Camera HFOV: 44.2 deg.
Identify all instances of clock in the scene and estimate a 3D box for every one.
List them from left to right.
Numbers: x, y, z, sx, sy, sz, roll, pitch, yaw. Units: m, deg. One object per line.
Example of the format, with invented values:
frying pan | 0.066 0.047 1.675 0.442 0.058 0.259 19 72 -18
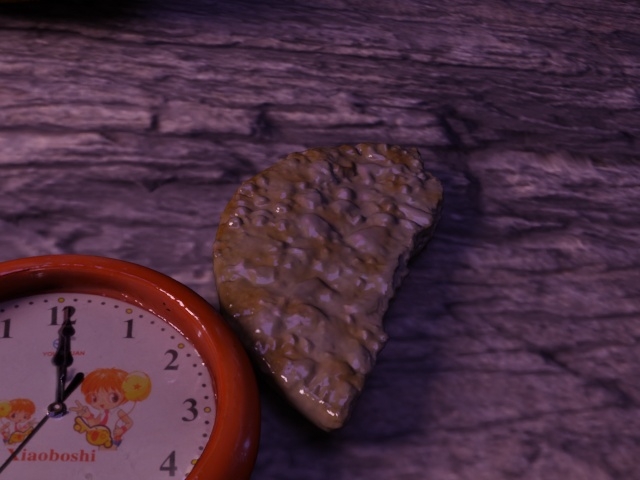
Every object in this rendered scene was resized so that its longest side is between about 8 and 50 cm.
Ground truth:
clock | -0.132 0.087 0.397 0.205 0.051 0.205 8 42 -8

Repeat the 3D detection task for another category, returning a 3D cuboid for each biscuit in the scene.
biscuit | 0.000 0.001 0.544 0.141 0.038 0.289 22 40 7

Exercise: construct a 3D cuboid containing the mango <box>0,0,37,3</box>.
mango | -0.305 -0.316 0.663 0.378 0.221 0.263 -10 49 -12
